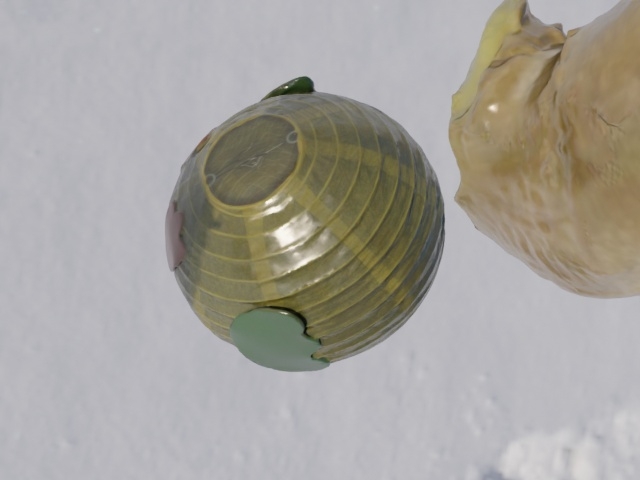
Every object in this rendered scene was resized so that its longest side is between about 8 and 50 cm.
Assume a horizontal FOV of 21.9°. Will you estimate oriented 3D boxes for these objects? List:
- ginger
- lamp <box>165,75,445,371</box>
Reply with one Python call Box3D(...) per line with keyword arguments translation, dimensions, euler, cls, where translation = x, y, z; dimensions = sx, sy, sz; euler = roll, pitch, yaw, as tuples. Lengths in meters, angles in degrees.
Box3D(translation=(0.152, -0.057, 0.746), dimensions=(0.138, 0.267, 0.152), euler=(-38, 102, -46), cls="ginger")
Box3D(translation=(0.000, 0.000, 1.472), dimensions=(0.284, 0.250, 0.250), euler=(47, 58, -48), cls="lamp")
